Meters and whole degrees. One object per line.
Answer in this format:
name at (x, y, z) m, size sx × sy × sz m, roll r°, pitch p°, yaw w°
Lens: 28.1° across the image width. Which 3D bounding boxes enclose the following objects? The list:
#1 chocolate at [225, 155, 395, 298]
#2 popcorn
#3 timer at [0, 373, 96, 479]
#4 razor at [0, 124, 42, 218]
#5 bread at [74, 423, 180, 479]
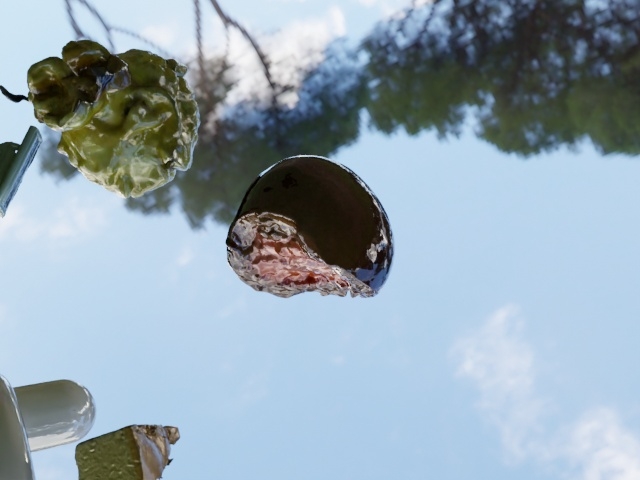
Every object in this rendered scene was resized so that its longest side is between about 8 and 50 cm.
chocolate at (0.000, 0.000, 1.037) m, size 0.133 × 0.127 × 0.124 m, roll 25°, pitch -170°, yaw 18°
popcorn at (-0.238, -0.138, 1.451) m, size 0.173 × 0.195 × 0.168 m, roll 24°, pitch -77°, yaw 41°
timer at (-0.335, 0.247, 1.335) m, size 0.240 × 0.233 × 0.233 m, roll -10°, pitch -158°, yaw -21°
razor at (-0.448, -0.075, 1.537) m, size 0.278 × 0.056 × 0.111 m, roll -6°, pitch -126°, yaw 41°
bread at (-0.189, 0.230, 1.274) m, size 0.084 × 0.080 × 0.109 m, roll -18°, pitch 166°, yaw 17°
